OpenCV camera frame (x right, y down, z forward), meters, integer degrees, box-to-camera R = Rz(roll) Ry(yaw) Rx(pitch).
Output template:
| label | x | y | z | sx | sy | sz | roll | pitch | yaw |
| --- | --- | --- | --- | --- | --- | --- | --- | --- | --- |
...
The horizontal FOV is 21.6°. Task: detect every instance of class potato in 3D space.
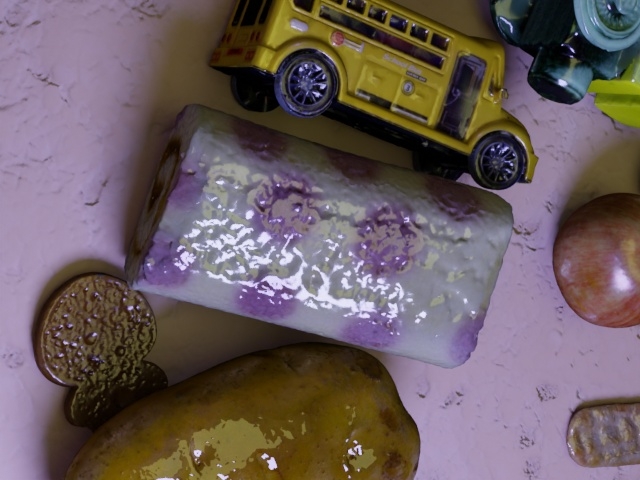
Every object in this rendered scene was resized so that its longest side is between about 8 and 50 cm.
| label | x | y | z | sx | sy | sz | roll | pitch | yaw |
| --- | --- | --- | --- | --- | --- | --- | --- | --- | --- |
| potato | -0.081 | 0.211 | 1.609 | 0.369 | 0.195 | 0.176 | -12 | 63 | -25 |

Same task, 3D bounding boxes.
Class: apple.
| label | x | y | z | sx | sy | sz | roll | pitch | yaw |
| --- | --- | --- | --- | --- | --- | --- | --- | --- | --- |
| apple | 0.323 | 0.020 | 1.800 | 0.146 | 0.131 | 0.146 | 2 | 86 | -26 |

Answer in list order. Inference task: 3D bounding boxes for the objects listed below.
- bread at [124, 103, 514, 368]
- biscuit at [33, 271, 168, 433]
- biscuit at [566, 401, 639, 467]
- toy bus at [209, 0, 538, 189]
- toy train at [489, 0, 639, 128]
| label | x | y | z | sx | sy | sz | roll | pitch | yaw |
| --- | --- | --- | --- | --- | --- | --- | --- | --- | --- |
| bread | 0.000 | 0.000 | 1.611 | 0.338 | 0.155 | 0.187 | 16 | 94 | -16 |
| biscuit | -0.211 | 0.117 | 1.617 | 0.124 | 0.026 | 0.175 | -20 | 100 | -24 |
| biscuit | 0.338 | 0.218 | 1.877 | 0.147 | 0.018 | 0.071 | 0 | 92 | -25 |
| toy bus | 0.070 | -0.159 | 1.666 | 0.331 | 0.145 | 0.151 | 20 | 86 | -24 |
| toy train | 0.369 | -0.320 | 1.788 | 0.272 | 0.179 | 0.442 | 29 | 80 | -31 |
